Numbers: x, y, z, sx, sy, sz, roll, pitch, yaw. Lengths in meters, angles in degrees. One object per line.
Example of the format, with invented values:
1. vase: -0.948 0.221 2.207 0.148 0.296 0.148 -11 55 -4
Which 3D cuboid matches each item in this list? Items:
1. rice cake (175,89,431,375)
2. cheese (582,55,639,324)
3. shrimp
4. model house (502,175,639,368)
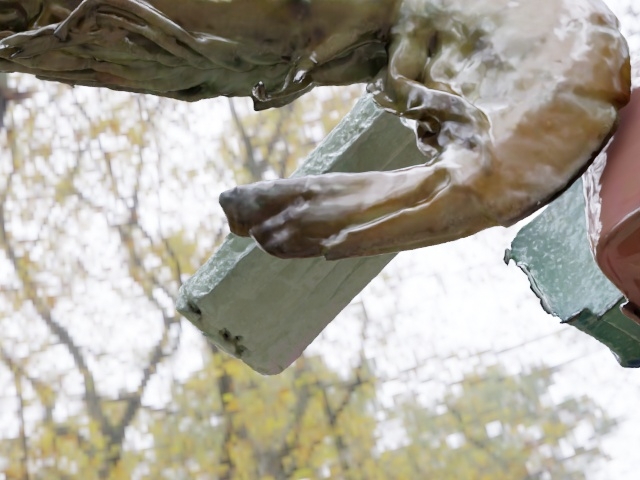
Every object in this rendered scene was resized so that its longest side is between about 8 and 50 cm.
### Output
1. rice cake: 0.000 0.000 1.205 0.211 0.038 0.124 -49 -47 0
2. cheese: 0.220 -0.017 0.579 0.203 0.128 0.177 37 -60 -12
3. shrimp: -0.035 -0.055 0.623 0.296 0.169 0.058 -2 -48 6
4. model house: 0.236 0.025 1.175 0.148 0.119 0.149 -42 -53 11
